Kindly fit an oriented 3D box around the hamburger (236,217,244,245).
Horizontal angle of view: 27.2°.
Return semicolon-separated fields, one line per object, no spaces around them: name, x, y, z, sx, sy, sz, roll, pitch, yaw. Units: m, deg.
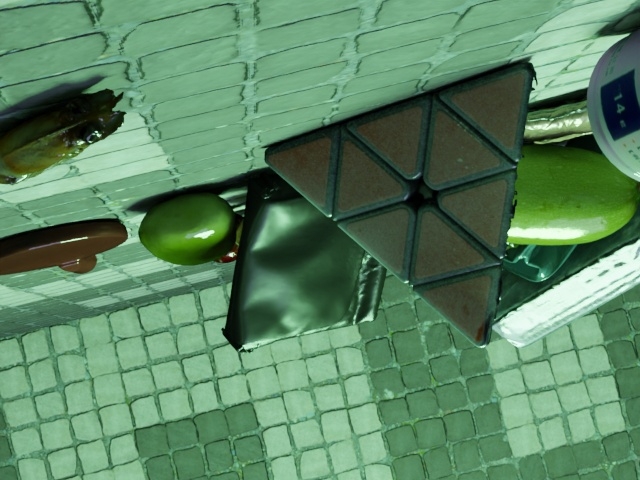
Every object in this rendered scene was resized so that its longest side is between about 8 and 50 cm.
hamburger;0.000;0.000;1.833;0.156;0.144;0.283;-46;160;9

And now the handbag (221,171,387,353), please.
handbag;-0.015;0.012;1.667;0.223;0.247;0.080;-9;-146;-31

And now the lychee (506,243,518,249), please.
lychee;0.236;-0.063;1.822;0.171;0.171;0.171;-14;176;-1

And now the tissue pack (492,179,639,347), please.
tissue pack;0.411;-0.012;1.979;0.361;0.122;0.259;-34;-154;40

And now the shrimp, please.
shrimp;-0.188;-0.074;0.977;0.099;0.041;0.180;-12;175;-39

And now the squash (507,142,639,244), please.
squash;0.279;-0.056;1.668;0.247;0.132;0.132;6;179;10

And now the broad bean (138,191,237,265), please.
broad bean;-0.162;-0.019;1.636;0.124;0.082;0.174;-15;166;5

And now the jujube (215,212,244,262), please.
jujube;-0.150;-0.002;1.886;0.077;0.077;0.129;-11;180;-39

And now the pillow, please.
pillow;0.307;-0.149;1.660;0.126;0.043;0.232;-10;179;10

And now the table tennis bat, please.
table tennis bat;-0.343;0.018;1.730;0.200;0.038;0.310;-14;176;1

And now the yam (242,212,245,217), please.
yam;-0.093;-0.007;2.003;0.078;0.078;0.179;-14;173;-4

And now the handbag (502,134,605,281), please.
handbag;0.345;-0.051;1.938;0.229;0.062;0.179;-52;-166;-2

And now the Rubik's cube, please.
Rubik's cube;0.127;-0.070;1.384;0.229;0.233;0.228;-48;132;-3

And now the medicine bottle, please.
medicine bottle;0.353;-0.141;1.128;0.152;0.152;0.254;-13;175;-19
